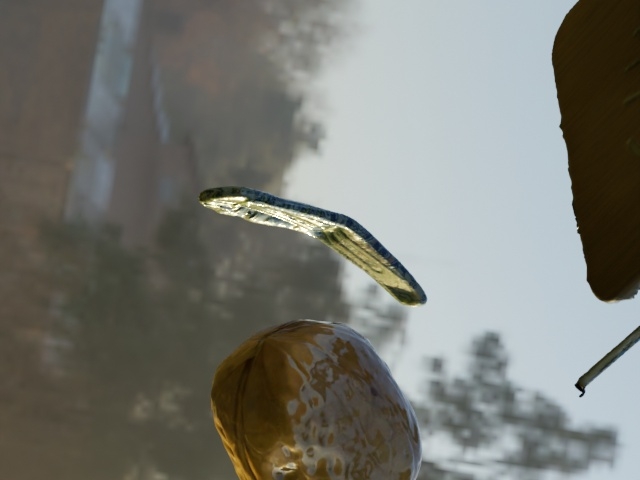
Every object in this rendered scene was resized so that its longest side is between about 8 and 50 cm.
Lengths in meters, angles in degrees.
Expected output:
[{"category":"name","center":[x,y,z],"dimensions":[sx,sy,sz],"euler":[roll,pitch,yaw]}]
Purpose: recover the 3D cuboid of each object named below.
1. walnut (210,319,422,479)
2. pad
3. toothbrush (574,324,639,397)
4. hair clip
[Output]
[{"category":"walnut","center":[-0.003,0.138,1.390],"dimensions":[0.180,0.144,0.144],"euler":[56,8,-20]},{"category":"pad","center":[0.256,-0.133,1.322],"dimensions":[0.286,0.018,0.284],"euler":[-52,-150,43]},{"category":"toothbrush","center":[0.269,0.000,1.203],"dimensions":[0.294,0.028,0.026],"euler":[-47,173,12]},{"category":"hair clip","center":[0.000,-0.002,1.562],"dimensions":[0.066,0.229,0.036],"euler":[-20,-130,51]}]
